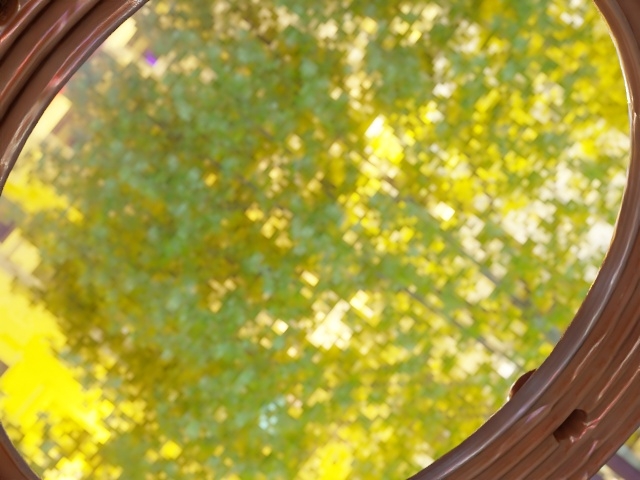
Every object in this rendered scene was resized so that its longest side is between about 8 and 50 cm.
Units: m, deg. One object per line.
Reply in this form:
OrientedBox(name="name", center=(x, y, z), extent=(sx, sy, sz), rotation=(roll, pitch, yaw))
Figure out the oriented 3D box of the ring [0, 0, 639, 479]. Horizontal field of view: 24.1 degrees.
OrientedBox(name="ring", center=(0.000, 0.000, 0.458), extent=(0.336, 0.032, 0.336), rotation=(-16, -53, -22))
